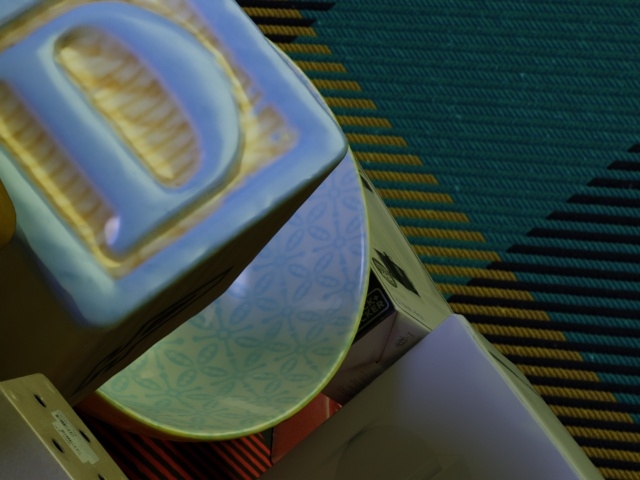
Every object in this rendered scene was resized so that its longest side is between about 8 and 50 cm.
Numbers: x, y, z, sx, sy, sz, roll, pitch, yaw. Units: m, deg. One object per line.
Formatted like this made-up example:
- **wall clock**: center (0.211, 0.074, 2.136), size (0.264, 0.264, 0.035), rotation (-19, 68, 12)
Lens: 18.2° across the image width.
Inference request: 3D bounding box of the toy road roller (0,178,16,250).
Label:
- **toy road roller**: center (-0.262, -0.087, 0.860), size (0.329, 0.202, 0.240), rotation (59, -2, 31)

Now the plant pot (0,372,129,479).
- **plant pot**: center (-0.145, 0.118, 0.881), size (0.109, 0.096, 0.109), rotation (51, 7, 5)

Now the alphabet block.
- **alphabet block**: center (-0.136, -0.034, 1.071), size (0.192, 0.193, 0.197), rotation (52, -33, 4)

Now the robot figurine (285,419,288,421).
- **robot figurine**: center (-0.074, 0.066, 1.563), size (0.219, 0.128, 0.158), rotation (42, 35, -50)

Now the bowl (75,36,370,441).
- **bowl**: center (-0.125, -0.001, 1.327), size (0.289, 0.289, 0.156), rotation (48, -37, -18)

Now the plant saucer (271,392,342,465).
- **plant saucer**: center (0.057, 0.247, 1.809), size (0.259, 0.048, 0.258), rotation (48, 6, -7)

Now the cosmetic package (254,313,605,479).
- **cosmetic package**: center (0.094, 0.218, 1.391), size (0.224, 0.224, 0.138), rotation (55, 8, 36)

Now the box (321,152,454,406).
- **box**: center (0.000, 0.000, 1.514), size (0.169, 0.087, 0.290), rotation (36, 20, -54)
